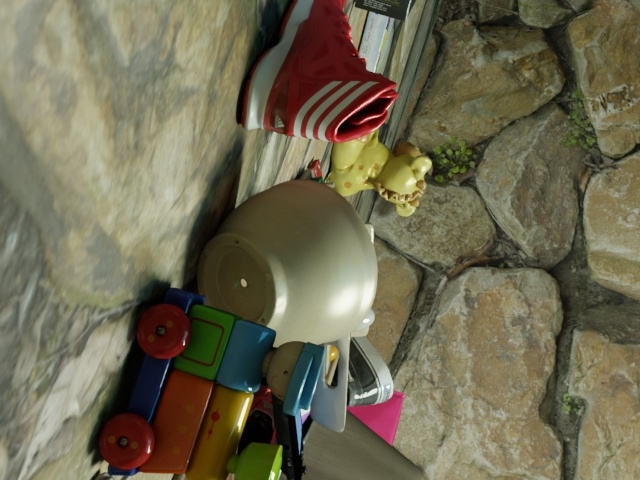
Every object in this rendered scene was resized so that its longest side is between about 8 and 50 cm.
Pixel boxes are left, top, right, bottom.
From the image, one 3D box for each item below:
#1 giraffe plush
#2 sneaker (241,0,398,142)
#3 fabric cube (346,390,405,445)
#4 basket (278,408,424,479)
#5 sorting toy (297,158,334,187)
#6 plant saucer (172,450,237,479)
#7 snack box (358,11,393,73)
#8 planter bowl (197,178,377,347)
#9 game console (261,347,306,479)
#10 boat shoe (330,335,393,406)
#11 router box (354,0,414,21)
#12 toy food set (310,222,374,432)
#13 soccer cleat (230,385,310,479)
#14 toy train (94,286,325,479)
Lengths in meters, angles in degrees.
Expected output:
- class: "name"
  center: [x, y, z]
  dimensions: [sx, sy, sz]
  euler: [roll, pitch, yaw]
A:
- class: "giraffe plush"
  center: [0.108, -0.134, 1.589]
  dimensions: [0.181, 0.171, 0.210]
  euler: [88, 20, -74]
- class: "sneaker"
  center: [0.018, -0.164, 0.862]
  dimensions: [0.087, 0.128, 0.221]
  euler: [101, 10, -53]
- class: "fabric cube"
  center: [-0.004, 0.418, 1.765]
  dimensions: [0.254, 0.259, 0.258]
  euler: [97, 10, -61]
- class: "basket"
  center: [0.049, 0.385, 1.542]
  dimensions: [0.154, 0.227, 0.204]
  euler: [-52, -172, 31]
- class: "sorting toy"
  center: [-0.002, -0.023, 1.266]
  dimensions: [0.274, 0.046, 0.132]
  euler: [-60, 143, -66]
- class: "plant saucer"
  center: [-0.161, 0.348, 1.150]
  dimensions: [0.278, 0.041, 0.277]
  euler: [17, 90, -85]
- class: "snack box"
  center: [0.095, -0.347, 1.495]
  dimensions: [0.100, 0.037, 0.141]
  euler: [-64, 169, -64]
- class: "planter bowl"
  center: [-0.044, 0.031, 0.840]
  dimensions: [0.109, 0.162, 0.162]
  euler: [-19, 131, -50]
- class: "game console"
  center: [-0.044, 0.177, 1.292]
  dimensions: [0.213, 0.044, 0.361]
  euler: [-70, 159, -58]
- class: "boat shoe"
  center: [0.014, 0.200, 1.674]
  dimensions: [0.306, 0.105, 0.113]
  euler: [52, -37, 44]
- class: "router box"
  center: [0.143, -0.489, 1.312]
  dimensions: [0.309, 0.081, 0.242]
  euler: [-65, 171, -54]
- class: "toy food set"
  center: [0.050, 0.128, 1.455]
  dimensions: [0.306, 0.092, 0.219]
  euler: [-64, 158, -64]
- class: "soccer cleat"
  center: [-0.071, 0.262, 1.440]
  dimensions: [0.116, 0.109, 0.318]
  euler: [93, 17, -52]
- class: "toy train"
  center: [-0.096, 0.174, 0.717]
  dimensions: [0.105, 0.143, 0.248]
  euler: [55, 53, -82]
